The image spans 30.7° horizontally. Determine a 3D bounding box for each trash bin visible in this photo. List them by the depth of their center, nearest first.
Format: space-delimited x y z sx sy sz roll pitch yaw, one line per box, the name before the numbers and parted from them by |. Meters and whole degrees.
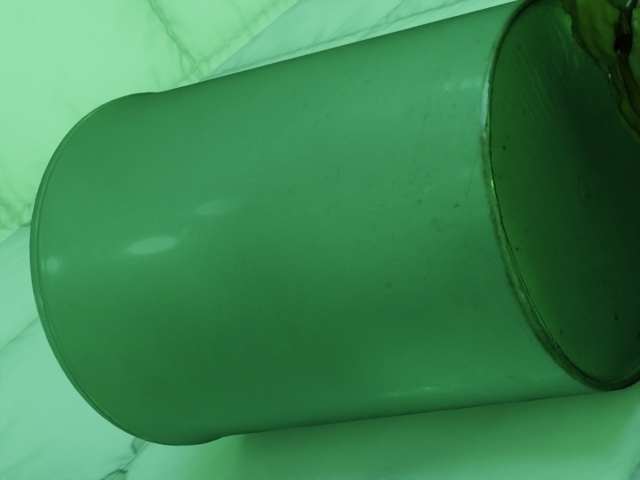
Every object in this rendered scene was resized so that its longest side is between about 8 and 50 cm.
trash bin | 0.000 0.000 0.830 0.432 0.280 0.280 -10 29 39

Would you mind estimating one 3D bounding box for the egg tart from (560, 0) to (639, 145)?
egg tart | 0.253 -0.107 0.598 0.297 0.297 0.132 -9 21 47
